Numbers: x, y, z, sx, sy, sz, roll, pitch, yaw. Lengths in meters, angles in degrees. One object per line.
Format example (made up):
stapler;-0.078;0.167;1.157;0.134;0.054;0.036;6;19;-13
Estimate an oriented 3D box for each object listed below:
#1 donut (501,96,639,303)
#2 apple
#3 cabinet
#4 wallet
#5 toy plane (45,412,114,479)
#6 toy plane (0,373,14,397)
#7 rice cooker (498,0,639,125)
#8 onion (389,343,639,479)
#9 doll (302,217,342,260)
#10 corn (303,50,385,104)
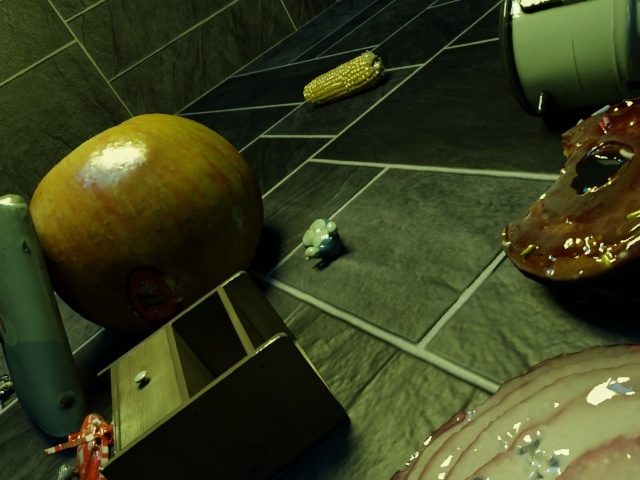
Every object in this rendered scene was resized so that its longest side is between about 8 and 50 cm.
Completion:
donut;0.302;-0.039;0.518;0.230;0.096;0.216;-59;20;-19
apple;-0.299;-0.041;0.920;0.400;0.334;0.400;-20;29;12
cabinet;-0.120;0.171;0.592;0.215;0.148;0.175;-36;28;-7
wallet;-0.460;0.115;0.811;0.083;0.360;0.252;-18;11;-42
toy plane;-0.260;0.290;0.632;0.194;0.126;0.077;50;117;29
toy plane;-0.606;0.284;1.021;0.120;0.031;0.049;-29;33;9
rice cooker;0.387;-0.313;0.788;0.227;0.241;0.281;6;81;44
onion;0.159;0.190;0.316;0.314;0.146;0.280;-38;4;-13
doll;0.000;0.000;0.862;0.076;0.050;0.083;-50;29;4
corn;0.064;-0.453;1.499;0.260;0.091;0.091;-10;50;40
